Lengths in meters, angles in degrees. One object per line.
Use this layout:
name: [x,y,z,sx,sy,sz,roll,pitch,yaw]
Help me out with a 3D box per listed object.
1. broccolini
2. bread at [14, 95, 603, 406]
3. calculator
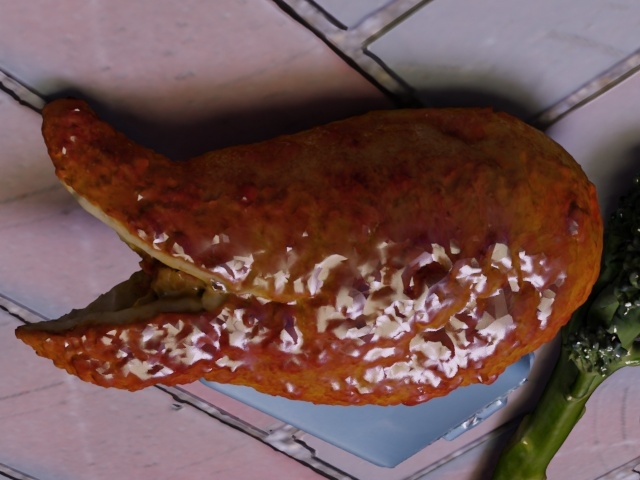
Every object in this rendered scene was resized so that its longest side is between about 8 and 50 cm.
broccolini: [0.133,0.106,0.915,0.074,0.079,0.392,-15,145,-29]
bread: [0.003,0.008,0.728,0.269,0.095,0.139,-1,98,-20]
calculator: [0.024,0.061,0.864,0.121,0.039,0.210,-38,136,24]
